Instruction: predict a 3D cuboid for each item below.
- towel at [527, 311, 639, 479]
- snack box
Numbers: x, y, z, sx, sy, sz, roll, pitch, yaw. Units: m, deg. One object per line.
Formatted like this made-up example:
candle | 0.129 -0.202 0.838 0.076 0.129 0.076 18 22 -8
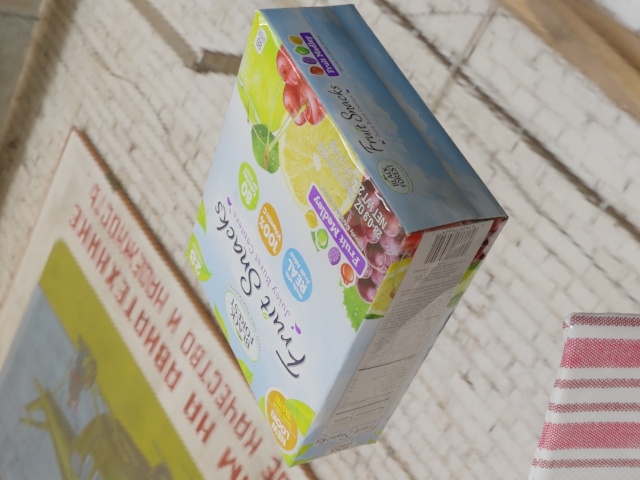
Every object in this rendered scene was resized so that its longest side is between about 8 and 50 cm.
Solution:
towel | 0.191 0.129 0.617 0.144 0.197 0.029 3 -158 -11
snack box | 0.000 0.000 0.604 0.070 0.207 0.174 -10 -129 -29
